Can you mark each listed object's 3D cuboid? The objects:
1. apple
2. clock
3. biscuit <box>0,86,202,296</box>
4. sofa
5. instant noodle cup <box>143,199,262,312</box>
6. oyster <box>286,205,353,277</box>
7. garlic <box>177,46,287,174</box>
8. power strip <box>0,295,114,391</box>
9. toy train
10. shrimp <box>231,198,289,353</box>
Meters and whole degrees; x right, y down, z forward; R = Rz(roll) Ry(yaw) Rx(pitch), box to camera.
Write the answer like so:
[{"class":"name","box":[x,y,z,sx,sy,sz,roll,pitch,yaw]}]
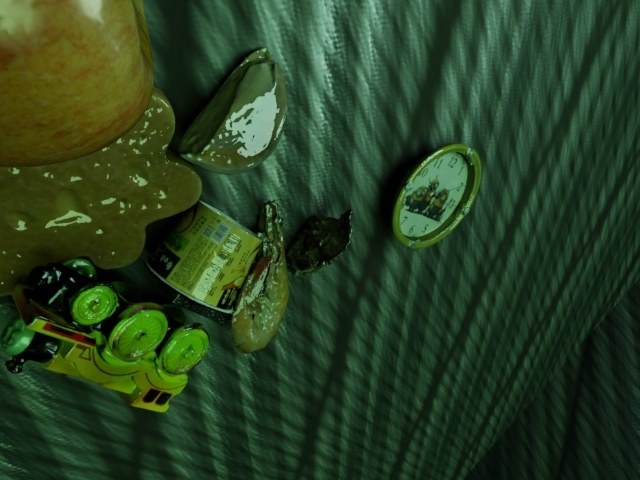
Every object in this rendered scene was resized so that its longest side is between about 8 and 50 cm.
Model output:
[{"class":"apple","box":[-0.280,-0.202,0.363,0.274,0.299,0.299,-15,129,-15]},{"class":"clock","box":[0.223,-0.092,0.957,0.236,0.057,0.237,-20,132,-25]},{"class":"biscuit","box":[-0.330,-0.057,0.592,0.354,0.052,0.275,-29,135,-13]},{"class":"sofa","box":[-0.199,0.095,0.788,0.039,0.060,0.118,-53,134,-2]},{"class":"instant noodle cup","box":[-0.163,0.020,0.707,0.151,0.151,0.122,35,90,-45]},{"class":"oyster","box":[-0.005,0.006,0.838,0.056,0.106,0.177,27,139,-28]},{"class":"garlic","box":[-0.100,-0.158,0.645,0.196,0.086,0.101,-56,143,-15]},{"class":"power strip","box":[-0.381,0.152,0.707,0.078,0.052,0.272,-45,136,0]},{"class":"toy train","box":[-0.285,0.137,0.659,0.161,0.100,0.296,-53,140,-7]},{"class":"shrimp","box":[-0.106,0.073,0.810,0.152,0.062,0.288,-36,138,-50]}]
